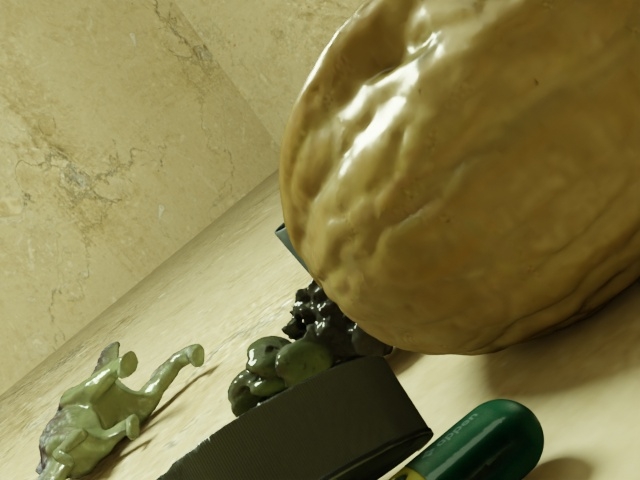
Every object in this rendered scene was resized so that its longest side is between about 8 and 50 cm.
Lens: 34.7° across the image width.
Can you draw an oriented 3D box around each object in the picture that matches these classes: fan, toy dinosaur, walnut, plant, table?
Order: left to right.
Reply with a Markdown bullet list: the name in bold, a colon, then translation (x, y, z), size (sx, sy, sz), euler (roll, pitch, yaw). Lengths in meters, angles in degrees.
- **toy dinosaur**: translation (-0.229, 0.181, 1.016), size (0.162, 0.077, 0.294), euler (-32, 9, 32)
- **table**: translation (-0.015, 0.106, 0.469), size (0.133, 0.043, 0.133), euler (-30, -17, -10)
- **plant**: translation (0.004, 0.070, 0.691), size (0.174, 0.087, 0.085), euler (-41, 33, -6)
- **fan**: translation (0.028, 0.119, 0.404), size (0.155, 0.039, 0.082), euler (-37, 7, -12)
- **walnut**: translation (0.092, -0.055, 0.553), size (0.261, 0.225, 0.225), euler (-39, 6, 17)

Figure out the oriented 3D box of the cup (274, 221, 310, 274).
- **cup**: translation (0.000, 0.000, 1.103), size (0.078, 0.077, 0.100), euler (-39, 9, -18)
